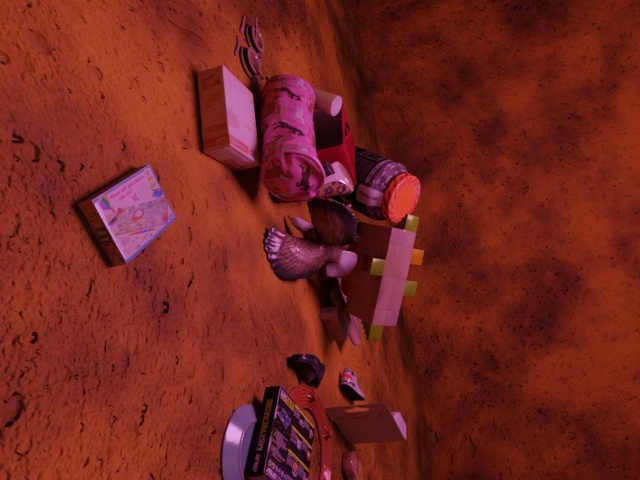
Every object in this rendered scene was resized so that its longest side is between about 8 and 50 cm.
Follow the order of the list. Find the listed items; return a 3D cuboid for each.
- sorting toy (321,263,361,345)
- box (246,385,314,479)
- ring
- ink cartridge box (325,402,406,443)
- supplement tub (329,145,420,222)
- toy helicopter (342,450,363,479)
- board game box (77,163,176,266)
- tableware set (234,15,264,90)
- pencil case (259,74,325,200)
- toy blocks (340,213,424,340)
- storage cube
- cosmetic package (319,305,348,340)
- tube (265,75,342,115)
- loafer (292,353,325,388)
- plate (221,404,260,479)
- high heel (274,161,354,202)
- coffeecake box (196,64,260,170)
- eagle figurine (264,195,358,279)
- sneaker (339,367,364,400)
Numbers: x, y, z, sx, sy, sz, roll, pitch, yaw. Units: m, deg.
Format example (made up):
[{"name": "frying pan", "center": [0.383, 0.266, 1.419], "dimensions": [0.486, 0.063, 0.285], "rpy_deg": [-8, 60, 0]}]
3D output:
[{"name": "sorting toy", "center": [0.067, 0.187, 1.613], "dimensions": [0.307, 0.041, 0.229], "rpy_deg": [64, 14, -11]}, {"name": "box", "center": [-0.075, 0.434, 0.974], "dimensions": [0.184, 0.045, 0.190], "rpy_deg": [-84, 153, -47]}, {"name": "ring", "center": [-0.025, 0.534, 1.165], "dimensions": [0.336, 0.032, 0.336], "rpy_deg": [-11, 90, -73]}, {"name": "ink cartridge box", "center": [0.142, 0.535, 1.407], "dimensions": [0.066, 0.189, 0.232], "rpy_deg": [-78, 150, -51]}, {"name": "supplement tub", "center": [0.156, -0.198, 1.588], "dimensions": [0.207, 0.338, 0.207], "rpy_deg": [-26, 131, -34]}, {"name": "toy helicopter", "center": [0.114, 0.796, 1.337], "dimensions": [0.235, 0.140, 0.355], "rpy_deg": [33, 37, -53]}, {"name": "board game box", "center": [-0.291, -0.044, 0.720], "dimensions": [0.154, 0.026, 0.103], "rpy_deg": [-66, 141, -60]}, {"name": "tableware set", "center": [-0.182, -0.534, 1.307], "dimensions": [0.128, 0.039, 0.194], "rpy_deg": [56, 29, -50]}, {"name": "pencil case", "center": [-0.078, -0.272, 1.204], "dimensions": [0.386, 0.167, 0.160], "rpy_deg": [-95, -152, -44]}, {"name": "toy blocks", "center": [0.148, 0.092, 1.467], "dimensions": [0.191, 0.261, 0.381], "rpy_deg": [10, 92, -33]}, {"name": "storage cube", "center": [0.004, -0.282, 1.450], "dimensions": [0.193, 0.215, 0.183], "rpy_deg": [63, 23, -55]}, {"name": "cosmetic package", "center": [0.044, 0.266, 1.483], "dimensions": [0.041, 0.060, 0.115], "rpy_deg": [-73, 146, -53]}, {"name": "tube", "center": [-0.051, -0.438, 1.390], "dimensions": [0.062, 0.240, 0.070], "rpy_deg": [-46, 151, -37]}, {"name": "loafer", "center": [-0.029, 0.341, 1.223], "dimensions": [0.170, 0.062, 0.061], "rpy_deg": [52, 37, -52]}, {"name": "plate", "center": [-0.135, 0.421, 0.916], "dimensions": [0.188, 0.024, 0.188], "rpy_deg": [-12, 90, -71]}, {"name": "high heel", "center": [-0.012, -0.151, 1.348], "dimensions": [0.261, 0.186, 0.093], "rpy_deg": [8, 58, -67]}, {"name": "coffeecake box", "center": [-0.203, -0.267, 1.042], "dimensions": [0.142, 0.068, 0.185], "rpy_deg": [25, 55, -70]}, {"name": "eagle figurine", "center": [-0.011, -0.004, 1.288], "dimensions": [0.298, 0.225, 0.226], "rpy_deg": [-19, 114, -82]}, {"name": "sneaker", "center": [0.111, 0.481, 1.557], "dimensions": [0.161, 0.057, 0.075], "rpy_deg": [55, 35, -45]}]
